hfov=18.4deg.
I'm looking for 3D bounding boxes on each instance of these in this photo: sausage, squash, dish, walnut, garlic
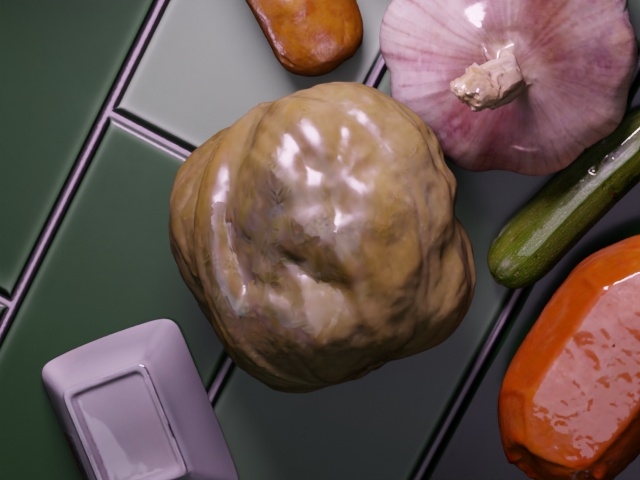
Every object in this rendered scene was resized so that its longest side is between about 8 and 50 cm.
[{"bbox_3d":[-0.042,-0.286,1.889,0.109,0.109,0.270,-23,96,9],"label":"sausage"},{"bbox_3d":[0.271,0.114,1.876,0.153,0.141,0.268,32,102,2],"label":"sausage"},{"bbox_3d":[0.248,-0.041,1.901,0.229,0.066,0.066,-44,90,8],"label":"squash"},{"bbox_3d":[-0.178,0.209,1.984,0.154,0.064,0.234,-22,95,9],"label":"dish"},{"bbox_3d":[0.001,0.000,1.829,0.253,0.282,0.277,-25,95,-11],"label":"walnut"},{"bbox_3d":[0.164,-0.165,1.806,0.245,0.253,0.245,3,105,12],"label":"garlic"}]
